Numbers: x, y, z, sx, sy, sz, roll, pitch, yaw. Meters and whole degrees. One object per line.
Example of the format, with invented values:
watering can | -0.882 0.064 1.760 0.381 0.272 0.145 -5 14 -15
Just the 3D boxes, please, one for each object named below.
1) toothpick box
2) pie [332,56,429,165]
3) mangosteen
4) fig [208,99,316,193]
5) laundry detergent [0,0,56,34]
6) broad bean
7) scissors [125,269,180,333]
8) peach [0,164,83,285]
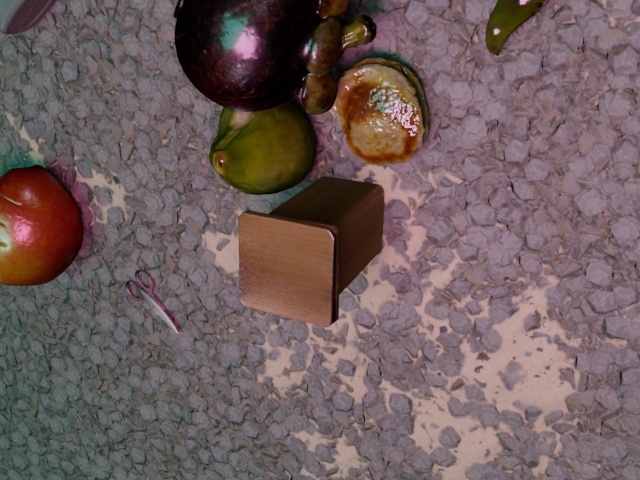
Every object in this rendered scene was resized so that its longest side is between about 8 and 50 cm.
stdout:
toothpick box | 0.000 0.000 1.581 0.190 0.308 0.187 9 114 23
pie | 0.107 -0.234 1.567 0.179 0.084 0.205 -15 105 29
mangosteen | -0.101 -0.376 1.487 0.330 0.330 0.330 9 114 22
fig | -0.134 -0.165 1.597 0.206 0.275 0.206 9 115 21
laundry detergent | -0.697 -0.658 1.756 0.264 0.125 0.398 -38 89 33
broad bean | 0.365 -0.448 1.374 0.077 0.061 0.339 37 120 16
scissors | -0.388 0.152 1.990 0.176 0.022 0.085 49 121 4
peach | -0.665 -0.034 1.936 0.245 0.248 0.275 18 107 -21
